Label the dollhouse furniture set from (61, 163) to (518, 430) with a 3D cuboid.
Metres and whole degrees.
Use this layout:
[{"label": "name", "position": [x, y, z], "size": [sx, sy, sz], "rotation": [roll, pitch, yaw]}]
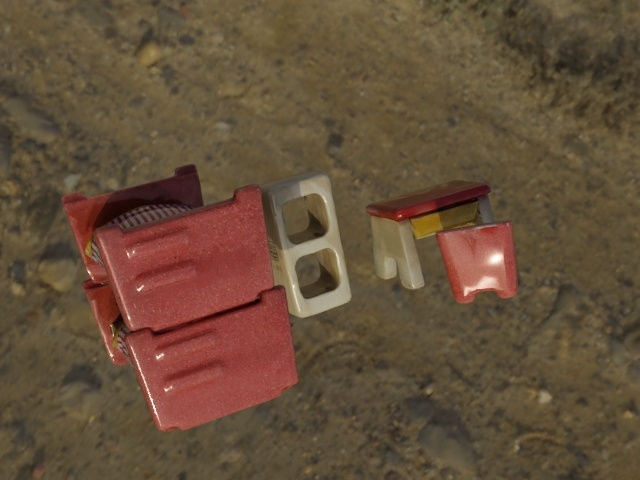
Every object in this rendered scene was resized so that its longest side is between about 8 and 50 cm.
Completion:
[{"label": "dollhouse furniture set", "position": [0.000, 0.000, 0.786], "size": [0.374, 0.201, 0.152], "rotation": [-17, 104, -21]}]
